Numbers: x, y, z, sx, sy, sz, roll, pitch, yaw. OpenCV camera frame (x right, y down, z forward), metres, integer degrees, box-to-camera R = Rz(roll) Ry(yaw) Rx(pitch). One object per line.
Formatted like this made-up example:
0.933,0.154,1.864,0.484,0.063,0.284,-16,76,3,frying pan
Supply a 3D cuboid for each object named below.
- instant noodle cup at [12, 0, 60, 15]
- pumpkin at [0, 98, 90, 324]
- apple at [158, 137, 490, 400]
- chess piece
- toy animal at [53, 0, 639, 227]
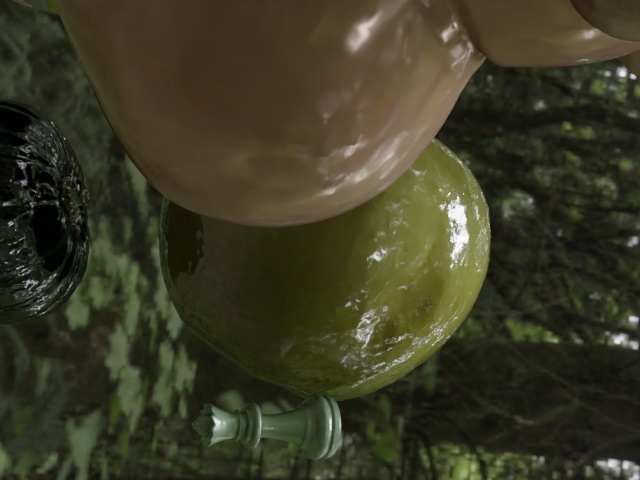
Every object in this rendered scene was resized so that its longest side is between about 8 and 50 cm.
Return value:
-0.228,-0.353,0.939,0.200,0.264,0.264,-67,-173,-27,instant noodle cup
-0.267,-0.025,0.952,0.202,0.140,0.201,170,-90,-89,pumpkin
0.000,0.000,0.970,0.254,0.292,0.292,-59,-165,-1,apple
-0.036,0.118,0.697,0.042,0.093,0.042,-176,-90,-68,chess piece
0.043,-0.137,0.488,0.326,0.269,0.237,-57,167,12,toy animal
